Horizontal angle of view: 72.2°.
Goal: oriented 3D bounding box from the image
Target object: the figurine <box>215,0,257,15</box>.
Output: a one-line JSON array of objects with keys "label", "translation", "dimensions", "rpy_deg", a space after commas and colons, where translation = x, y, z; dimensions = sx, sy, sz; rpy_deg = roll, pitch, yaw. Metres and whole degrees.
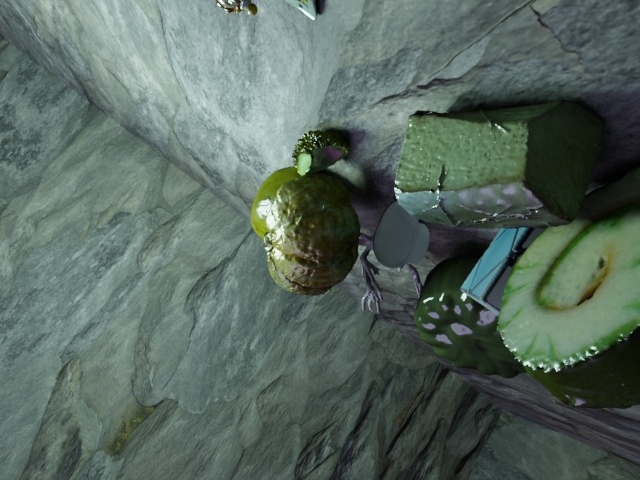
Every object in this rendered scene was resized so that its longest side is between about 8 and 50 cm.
[{"label": "figurine", "translation": [-0.143, -0.460, 0.771], "dimensions": [0.101, 0.068, 0.143], "rpy_deg": [33, 154, -10]}]

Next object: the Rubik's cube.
[{"label": "Rubik's cube", "translation": [0.427, 0.079, 0.851], "dimensions": [0.207, 0.205, 0.205], "rpy_deg": [32, -177, 6]}]

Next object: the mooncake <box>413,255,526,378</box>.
[{"label": "mooncake", "translation": [0.434, 0.210, 1.178], "dimensions": [0.356, 0.194, 0.356], "rpy_deg": [16, 141, 14]}]

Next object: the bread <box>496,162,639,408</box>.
[{"label": "bread", "translation": [0.407, 0.052, 0.554], "dimensions": [0.129, 0.366, 0.382], "rpy_deg": [37, 179, -6]}]

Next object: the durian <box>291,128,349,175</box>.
[{"label": "durian", "translation": [-0.005, -0.238, 1.120], "dimensions": [0.221, 0.137, 0.095], "rpy_deg": [171, 78, -80]}]

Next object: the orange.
[{"label": "orange", "translation": [0.000, 0.000, 1.220], "dimensions": [0.210, 0.271, 0.368], "rpy_deg": [27, 125, 42]}]

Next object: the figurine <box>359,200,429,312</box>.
[{"label": "figurine", "translation": [0.200, 0.056, 1.275], "dimensions": [0.315, 0.206, 0.284], "rpy_deg": [94, 161, -82]}]

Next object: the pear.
[{"label": "pear", "translation": [-0.092, -0.096, 1.413], "dimensions": [0.269, 0.269, 0.321], "rpy_deg": [37, 133, -10]}]

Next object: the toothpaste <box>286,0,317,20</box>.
[{"label": "toothpaste", "translation": [-0.030, -0.432, 0.657], "dimensions": [0.067, 0.037, 0.255], "rpy_deg": [33, 170, 5]}]

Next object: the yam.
[{"label": "yam", "translation": [0.279, -0.115, 0.697], "dimensions": [0.201, 0.202, 0.271], "rpy_deg": [17, 174, -28]}]
